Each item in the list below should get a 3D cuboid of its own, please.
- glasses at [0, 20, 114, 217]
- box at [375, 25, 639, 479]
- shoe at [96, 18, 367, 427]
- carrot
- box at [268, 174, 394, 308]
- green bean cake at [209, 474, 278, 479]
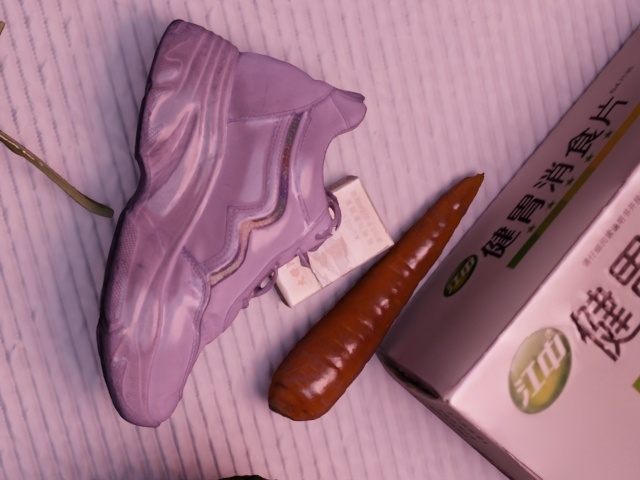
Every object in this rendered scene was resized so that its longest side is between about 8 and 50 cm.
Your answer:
[{"bbox_3d":[-0.239,-0.030,0.774,0.207,0.102,0.239,-24,105,-41],"label":"glasses"},{"bbox_3d":[0.215,0.015,0.875,0.173,0.145,0.333,41,86,-20],"label":"box"},{"bbox_3d":[-0.057,-0.002,0.806,0.137,0.095,0.245,12,88,-6],"label":"shoe"},{"bbox_3d":[0.042,0.035,0.878,0.048,0.048,0.216,44,77,-18],"label":"carrot"},{"bbox_3d":[0.000,0.000,0.869,0.083,0.024,0.054,-32,107,-11],"label":"box"},{"bbox_3d":[-0.059,0.332,0.742,0.319,0.218,0.335,-41,74,-7],"label":"green bean cake"}]
